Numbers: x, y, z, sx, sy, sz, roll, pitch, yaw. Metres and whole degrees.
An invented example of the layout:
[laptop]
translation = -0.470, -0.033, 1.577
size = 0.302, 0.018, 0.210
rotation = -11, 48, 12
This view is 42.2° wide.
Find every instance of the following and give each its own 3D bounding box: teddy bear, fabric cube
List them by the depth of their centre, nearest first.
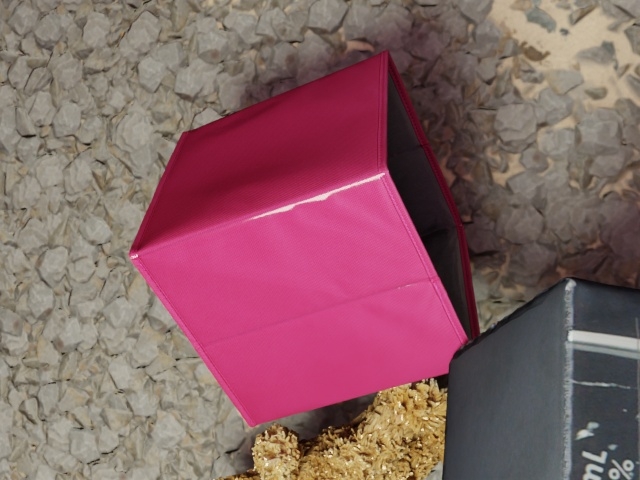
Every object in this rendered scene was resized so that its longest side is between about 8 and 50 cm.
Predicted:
[fabric cube]
translation = 0.000, 0.000, 0.875
size = 0.258, 0.254, 0.259
rotation = -19, 122, 17
[teddy bear]
translation = 0.021, 0.275, 0.932
size = 0.338, 0.245, 0.113
rotation = -20, 51, -7

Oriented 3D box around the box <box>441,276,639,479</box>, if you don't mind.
[box]
translation = 0.341, 0.320, 0.610
size = 0.472, 0.297, 0.480
rotation = 8, 69, -4
